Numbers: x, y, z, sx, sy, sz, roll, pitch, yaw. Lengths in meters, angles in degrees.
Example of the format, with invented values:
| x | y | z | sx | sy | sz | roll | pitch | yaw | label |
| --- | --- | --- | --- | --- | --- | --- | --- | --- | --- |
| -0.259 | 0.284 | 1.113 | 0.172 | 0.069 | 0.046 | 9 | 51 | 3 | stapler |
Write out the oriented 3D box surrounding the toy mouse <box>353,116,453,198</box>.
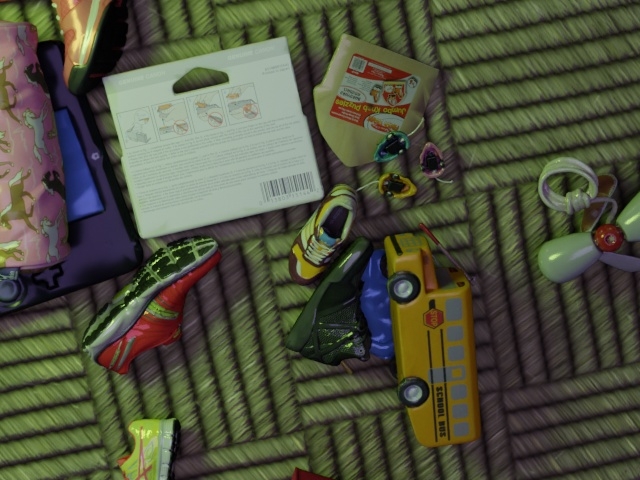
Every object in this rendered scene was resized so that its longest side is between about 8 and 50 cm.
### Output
| x | y | z | sx | sy | sz | roll | pitch | yaw | label |
| --- | --- | --- | --- | --- | --- | --- | --- | --- | --- |
| 0.141 | -0.135 | 1.818 | 0.161 | 0.031 | 0.143 | 7 | 118 | -10 | toy mouse |

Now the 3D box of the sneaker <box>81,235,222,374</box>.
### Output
| x | y | z | sx | sy | sz | roll | pitch | yaw | label |
| --- | --- | --- | --- | --- | --- | --- | --- | --- | --- |
| -0.254 | 0.104 | 1.839 | 0.279 | 0.107 | 0.118 | -42 | 117 | 8 | sneaker |

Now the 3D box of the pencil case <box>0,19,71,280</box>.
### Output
| x | y | z | sx | sy | sz | roll | pitch | yaw | label |
| --- | --- | --- | --- | --- | --- | --- | --- | --- | --- |
| -0.478 | -0.138 | 1.701 | 0.160 | 0.167 | 0.386 | -3 | 99 | 23 | pencil case |

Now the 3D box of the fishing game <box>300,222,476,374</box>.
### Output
| x | y | z | sx | sy | sz | roll | pitch | yaw | label |
| --- | --- | --- | --- | --- | --- | --- | --- | --- | --- |
| 0.114 | 0.100 | 1.869 | 0.264 | 0.041 | 0.189 | -41 | 98 | 13 | fishing game |

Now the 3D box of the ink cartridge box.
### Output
| x | y | z | sx | sy | sz | roll | pitch | yaw | label |
| --- | --- | --- | --- | --- | --- | --- | --- | --- | --- |
| -0.165 | -0.161 | 1.799 | 0.296 | 0.066 | 0.261 | -13 | 100 | -1 | ink cartridge box |

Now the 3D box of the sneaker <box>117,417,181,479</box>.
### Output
| x | y | z | sx | sy | sz | roll | pitch | yaw | label |
| --- | --- | --- | --- | --- | --- | --- | --- | --- | --- |
| -0.289 | 0.387 | 1.886 | 0.094 | 0.081 | 0.208 | 9 | 92 | 3 | sneaker |

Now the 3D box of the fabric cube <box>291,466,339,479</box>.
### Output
| x | y | z | sx | sy | sz | roll | pitch | yaw | label |
| --- | --- | --- | --- | --- | --- | --- | --- | --- | --- |
| 0.046 | 0.550 | 1.829 | 0.258 | 0.259 | 0.254 | 18 | 99 | -5 | fabric cube |

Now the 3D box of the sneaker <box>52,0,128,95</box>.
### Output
| x | y | z | sx | sy | sz | roll | pitch | yaw | label |
| --- | --- | --- | --- | --- | --- | --- | --- | --- | --- |
| -0.366 | -0.380 | 1.749 | 0.136 | 0.116 | 0.313 | 12 | 95 | 10 | sneaker |

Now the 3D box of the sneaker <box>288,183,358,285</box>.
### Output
| x | y | z | sx | sy | sz | roll | pitch | yaw | label |
| --- | --- | --- | --- | --- | --- | --- | --- | --- | --- |
| 0.000 | 0.000 | 1.813 | 0.070 | 0.084 | 0.185 | 23 | 111 | -7 | sneaker |

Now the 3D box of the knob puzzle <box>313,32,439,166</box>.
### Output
| x | y | z | sx | sy | sz | roll | pitch | yaw | label |
| --- | --- | --- | --- | --- | --- | --- | --- | --- | --- |
| 0.074 | -0.210 | 1.812 | 0.213 | 0.030 | 0.213 | -5 | 111 | -14 | knob puzzle |

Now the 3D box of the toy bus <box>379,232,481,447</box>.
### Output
| x | y | z | sx | sy | sz | roll | pitch | yaw | label |
| --- | --- | --- | --- | --- | --- | --- | --- | --- | --- |
| 0.173 | 0.155 | 1.804 | 0.130 | 0.108 | 0.332 | -7 | 110 | -2 | toy bus |

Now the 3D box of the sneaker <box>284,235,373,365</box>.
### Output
| x | y | z | sx | sy | sz | roll | pitch | yaw | label |
| --- | --- | --- | --- | --- | --- | --- | --- | --- | --- |
| 0.049 | 0.105 | 1.815 | 0.130 | 0.087 | 0.227 | 29 | 108 | -1 | sneaker |

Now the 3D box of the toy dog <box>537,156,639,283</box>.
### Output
| x | y | z | sx | sy | sz | roll | pitch | yaw | label |
| --- | --- | --- | --- | --- | --- | --- | --- | --- | --- |
| 0.510 | -0.048 | 1.826 | 0.334 | 0.161 | 0.220 | -5 | 103 | 14 | toy dog |

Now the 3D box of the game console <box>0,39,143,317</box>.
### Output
| x | y | z | sx | sy | sz | roll | pitch | yaw | label |
| --- | --- | --- | --- | --- | --- | --- | --- | --- | --- |
| -0.498 | -0.083 | 1.803 | 0.342 | 0.060 | 0.386 | -19 | 100 | 1 | game console |
